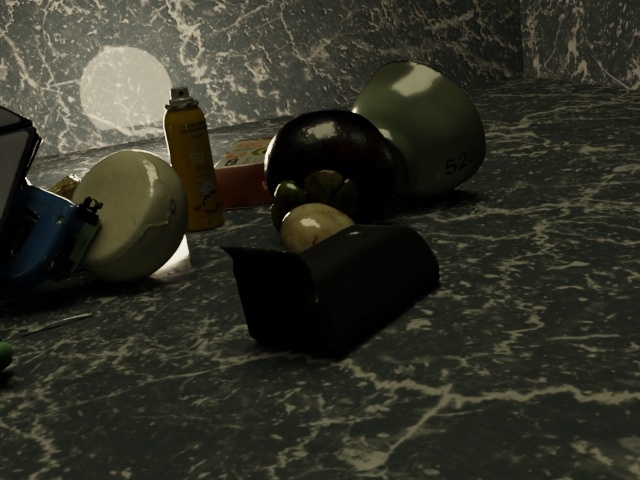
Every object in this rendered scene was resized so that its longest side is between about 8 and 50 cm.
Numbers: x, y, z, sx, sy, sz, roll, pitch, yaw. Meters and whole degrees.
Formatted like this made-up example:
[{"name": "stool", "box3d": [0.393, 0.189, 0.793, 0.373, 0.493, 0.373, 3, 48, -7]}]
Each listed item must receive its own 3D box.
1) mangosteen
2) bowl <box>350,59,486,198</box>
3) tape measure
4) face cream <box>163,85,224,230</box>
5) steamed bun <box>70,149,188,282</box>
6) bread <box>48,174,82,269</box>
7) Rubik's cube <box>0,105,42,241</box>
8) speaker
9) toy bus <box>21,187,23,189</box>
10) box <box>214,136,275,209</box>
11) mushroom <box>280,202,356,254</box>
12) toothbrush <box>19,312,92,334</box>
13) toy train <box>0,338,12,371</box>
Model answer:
[{"name": "mangosteen", "box3d": [0.026, -0.134, 1.728, 0.300, 0.300, 0.300, -7, 17, 2]}, {"name": "bowl", "box3d": [0.198, -0.232, 1.881, 0.354, 0.353, 0.185, 10, 44, 45]}, {"name": "tape measure", "box3d": [-0.609, -0.031, 1.603, 0.351, 0.215, 0.098, 20, -9, 37]}, {"name": "face cream", "box3d": [-0.317, -0.202, 1.931, 0.105, 0.348, 0.105, -7, 17, 2]}, {"name": "steamed bun", "box3d": [-0.389, -0.042, 1.645, 0.283, 0.282, 0.177, 4, -19, 34]}, {"name": "bread", "box3d": [-0.586, 0.023, 1.819, 0.315, 0.279, 0.248, -55, 27, -4]}, {"name": "Rubik's cube", "box3d": [-0.772, -0.120, 1.532, 0.305, 0.310, 0.306, -31, 43, 41]}, {"name": "speaker", "box3d": [0.028, 0.041, 1.271, 0.180, 0.184, 0.388, 4, 20, 35]}, {"name": "toy bus", "box3d": [-0.804, -0.122, 1.979, 0.112, 0.316, 0.138, -25, 9, -37]}, {"name": "box", "box3d": [-0.095, -0.211, 2.243, 0.345, 0.122, 0.385, -6, 17, 7]}, {"name": "mushroom", "box3d": [0.000, 0.000, 1.529, 0.166, 0.127, 0.166, 12, 26, -6]}, {"name": "toothbrush", "box3d": [-0.483, 0.152, 1.439, 0.131, 0.013, 0.011, -13, 23, -26]}, {"name": "toy train", "box3d": [-0.603, 0.192, 1.233, 0.253, 0.105, 0.157, 1, 32, 31]}]
